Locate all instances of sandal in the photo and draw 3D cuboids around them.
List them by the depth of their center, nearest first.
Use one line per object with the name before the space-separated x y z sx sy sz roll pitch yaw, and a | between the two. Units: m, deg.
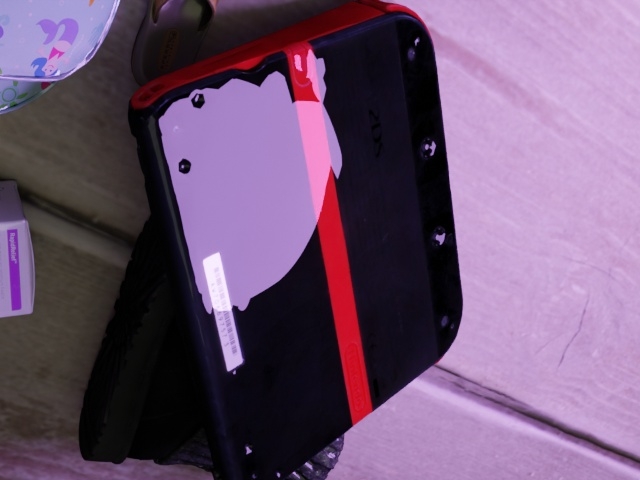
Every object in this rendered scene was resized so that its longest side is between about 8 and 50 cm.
sandal | -0.117 -0.205 0.844 0.072 0.049 0.180 6 114 -26

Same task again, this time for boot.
boot | -0.068 0.094 0.977 0.260 0.131 0.348 14 119 -23

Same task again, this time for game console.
game console | 0.000 0.000 0.903 0.342 0.060 0.387 -29 120 -37

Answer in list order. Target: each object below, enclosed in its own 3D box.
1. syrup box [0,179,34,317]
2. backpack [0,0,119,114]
syrup box | -0.366 0.015 0.827 0.236 0.093 0.096 -5 118 -22
backpack | -0.252 -0.208 0.694 0.225 0.191 0.254 -2 128 -54
